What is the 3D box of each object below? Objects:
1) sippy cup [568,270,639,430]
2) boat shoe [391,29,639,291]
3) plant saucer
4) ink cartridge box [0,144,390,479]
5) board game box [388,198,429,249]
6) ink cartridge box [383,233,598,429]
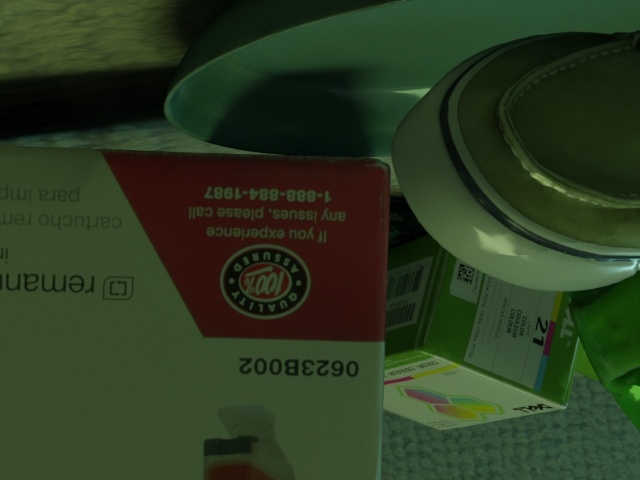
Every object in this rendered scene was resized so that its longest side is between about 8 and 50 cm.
[{"bbox_3d":[0.299,0.001,1.139,0.240,0.305,0.224,42,138,-17],"label":"sippy cup"},{"bbox_3d":[0.160,-0.053,0.820,0.302,0.109,0.094,-10,160,-41],"label":"boat shoe"},{"bbox_3d":[0.085,-0.093,0.904,0.317,0.044,0.317,-5,171,-1],"label":"plant saucer"},{"bbox_3d":[-0.110,0.147,1.028,0.279,0.385,0.160,2,180,-5],"label":"ink cartridge box"},{"bbox_3d":[0.000,0.000,1.473,0.186,0.026,0.126,-14,168,40],"label":"board game box"},{"bbox_3d":[0.146,0.092,1.485,0.255,0.097,0.189,23,161,-21],"label":"ink cartridge box"}]
